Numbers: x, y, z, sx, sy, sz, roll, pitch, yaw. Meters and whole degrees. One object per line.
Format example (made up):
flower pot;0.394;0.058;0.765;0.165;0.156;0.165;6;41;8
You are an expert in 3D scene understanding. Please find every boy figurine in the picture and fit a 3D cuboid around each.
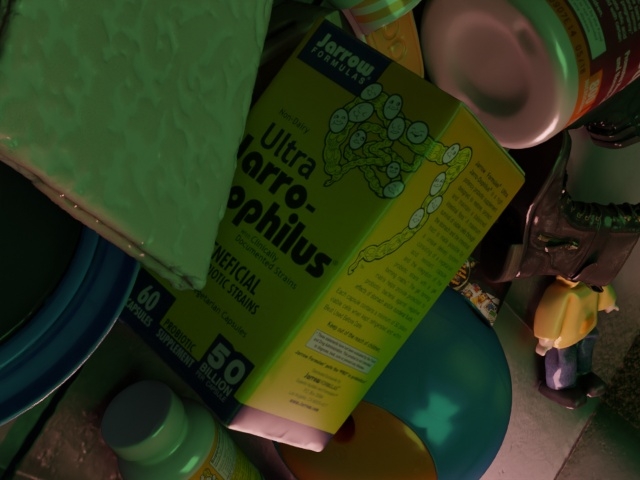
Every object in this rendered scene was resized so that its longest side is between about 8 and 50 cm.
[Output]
boy figurine;0.402;0.110;1.670;0.177;0.092;0.285;-19;122;-33

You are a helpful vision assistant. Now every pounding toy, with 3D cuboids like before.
pounding toy;-0.046;-0.120;1.152;0.181;0.094;0.206;-35;128;-27

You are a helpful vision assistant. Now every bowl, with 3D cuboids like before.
bowl;-0.336;0.008;0.908;0.391;0.077;0.391;-23;132;-28

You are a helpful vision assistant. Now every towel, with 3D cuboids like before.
towel;-0.150;-0.164;0.900;0.317;0.053;0.332;42;55;-55

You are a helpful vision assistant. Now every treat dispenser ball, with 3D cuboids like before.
treat dispenser ball;0.077;0.176;1.254;0.288;0.288;0.288;-18;119;-37

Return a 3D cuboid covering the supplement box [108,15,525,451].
supplement box;0.000;0.000;1.069;0.356;0.194;0.195;-54;148;2

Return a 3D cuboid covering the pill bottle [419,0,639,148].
pill bottle;0.331;-0.293;1.332;0.392;0.224;0.224;-33;127;-29

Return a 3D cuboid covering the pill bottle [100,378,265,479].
pill bottle;-0.151;0.247;1.196;0.117;0.117;0.208;-47;133;-18

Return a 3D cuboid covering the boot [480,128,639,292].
boot;0.350;-0.041;1.477;0.229;0.091;0.263;0;125;-25

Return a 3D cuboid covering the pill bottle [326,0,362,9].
pill bottle;-0.020;-0.319;1.067;0.193;0.108;0.108;38;81;-37

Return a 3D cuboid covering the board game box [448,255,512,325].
board game box;0.162;0.073;1.475;0.259;0.030;0.136;29;89;-45

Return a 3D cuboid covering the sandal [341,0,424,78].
sandal;0.086;-0.262;1.226;0.102;0.076;0.265;-44;132;-20

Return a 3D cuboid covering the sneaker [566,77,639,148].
sneaker;0.389;-0.175;1.522;0.295;0.104;0.147;-37;124;-31
